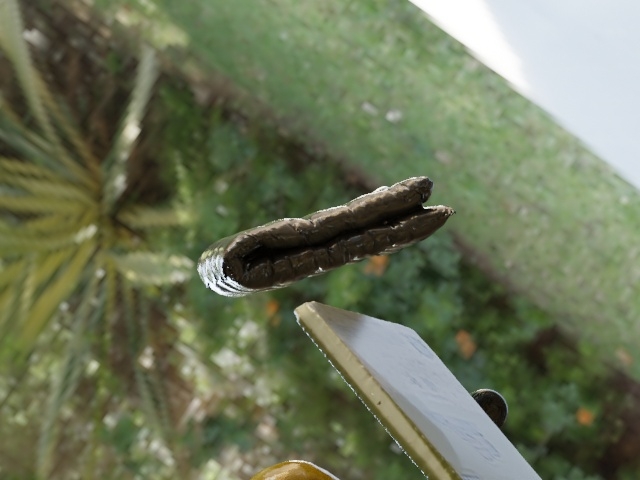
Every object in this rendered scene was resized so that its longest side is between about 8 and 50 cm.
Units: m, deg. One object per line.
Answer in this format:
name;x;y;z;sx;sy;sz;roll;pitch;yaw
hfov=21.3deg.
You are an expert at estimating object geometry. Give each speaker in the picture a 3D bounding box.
speaker;0.205;0.243;2.269;0.060;0.094;0.075;40;169;3

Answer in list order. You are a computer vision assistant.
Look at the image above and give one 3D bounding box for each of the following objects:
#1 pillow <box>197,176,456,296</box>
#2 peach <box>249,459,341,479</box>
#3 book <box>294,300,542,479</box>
pillow;0.000;0.000;2.352;0.228;0.326;0.101;154;96;-77
peach;-0.025;0.341;1.926;0.179;0.179;0.103;34;174;1
book;0.136;0.204;2.025;0.239;0.035;0.352;18;-156;-51
